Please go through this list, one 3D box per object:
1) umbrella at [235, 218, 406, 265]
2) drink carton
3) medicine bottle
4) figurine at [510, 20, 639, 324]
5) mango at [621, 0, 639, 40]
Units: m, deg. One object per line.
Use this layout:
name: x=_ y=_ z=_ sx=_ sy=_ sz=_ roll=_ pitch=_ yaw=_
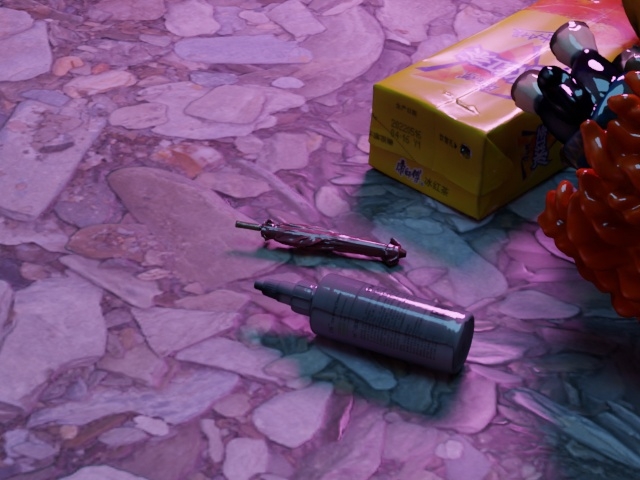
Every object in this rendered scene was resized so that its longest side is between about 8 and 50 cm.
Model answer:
umbrella: x=0.000 y=0.000 z=1.480 sx=0.165 sy=0.025 sz=0.027 roll=10 pitch=16 yaw=7
drink carton: x=0.222 y=-0.156 z=1.646 sx=0.154 sy=0.111 sz=0.351 roll=29 pitch=44 yaw=35
medicine bottle: x=0.033 y=0.064 z=1.360 sx=0.199 sy=0.057 sz=0.057 roll=15 pitch=36 yaw=18
figurine: x=0.325 y=-0.046 z=1.380 sx=0.241 sy=0.306 sz=0.412 roll=-39 pitch=19 yaw=9
mango: x=0.445 y=-0.219 z=1.570 sx=0.253 sy=0.182 sz=0.365 roll=-15 pitch=73 yaw=-20
